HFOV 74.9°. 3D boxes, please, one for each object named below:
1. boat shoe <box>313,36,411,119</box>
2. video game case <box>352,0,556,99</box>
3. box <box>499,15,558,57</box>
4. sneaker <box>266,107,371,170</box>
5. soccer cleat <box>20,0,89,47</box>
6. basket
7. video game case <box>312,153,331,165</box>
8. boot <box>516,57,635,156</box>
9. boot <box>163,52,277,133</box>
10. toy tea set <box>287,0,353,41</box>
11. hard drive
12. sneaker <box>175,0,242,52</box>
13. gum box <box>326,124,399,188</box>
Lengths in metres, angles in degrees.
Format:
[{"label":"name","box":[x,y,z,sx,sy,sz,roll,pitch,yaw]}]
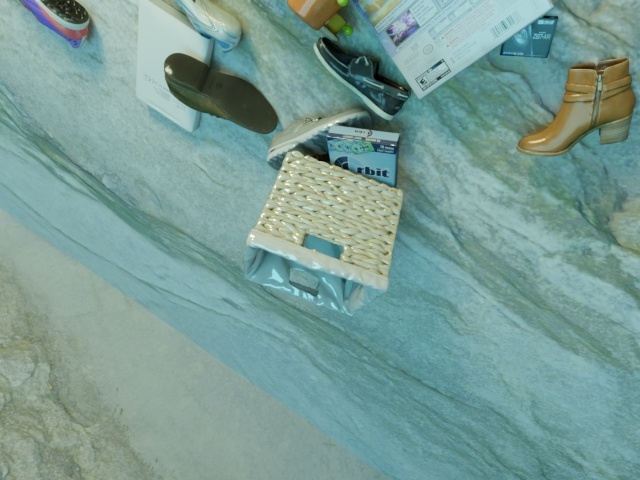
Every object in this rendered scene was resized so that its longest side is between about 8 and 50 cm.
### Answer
[{"label":"boat shoe","box":[0.090,-0.364,0.903,0.233,0.084,0.079,37,130,-9]},{"label":"video game case","box":[0.224,-0.434,0.748,0.270,0.061,0.244,-26,108,44]},{"label":"box","box":[0.377,-0.370,0.759,0.084,0.018,0.067,14,136,21]},{"label":"sneaker","box":[-0.014,-0.274,1.034,0.282,0.115,0.105,-15,153,20]},{"label":"soccer cleat","box":[-0.781,-0.664,1.135,0.318,0.108,0.116,38,143,-10]},{"label":"basket","box":[0.000,0.000,1.069,0.329,0.266,0.331,20,157,-4]},{"label":"video game case","box":[0.065,-0.166,1.131,0.232,0.041,0.210,6,132,27]},{"label":"boot","box":[0.469,-0.247,0.784,0.197,0.072,0.152,-10,126,23]},{"label":"boot","box":[-0.257,-0.364,1.094,0.306,0.112,0.115,28,158,-13]},{"label":"toy tea set","box":[-0.056,-0.528,0.775,0.336,0.200,0.124,41,114,-7]},{"label":"hard drive","box":[-0.404,-0.467,1.135,0.203,0.040,0.307,33,139,-1]},{"label":"sneaker","box":[-0.288,-0.534,0.965,0.237,0.085,0.086,42,133,-8]},{"label":"gum box","box":[0.103,-0.183,0.990,0.157,0.041,0.184,12,152,15]}]
